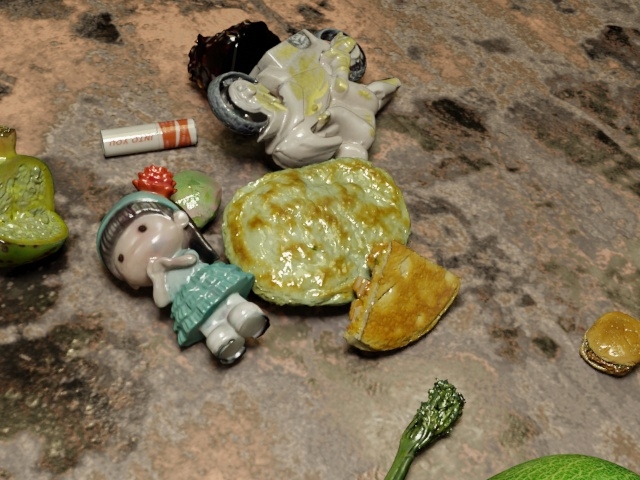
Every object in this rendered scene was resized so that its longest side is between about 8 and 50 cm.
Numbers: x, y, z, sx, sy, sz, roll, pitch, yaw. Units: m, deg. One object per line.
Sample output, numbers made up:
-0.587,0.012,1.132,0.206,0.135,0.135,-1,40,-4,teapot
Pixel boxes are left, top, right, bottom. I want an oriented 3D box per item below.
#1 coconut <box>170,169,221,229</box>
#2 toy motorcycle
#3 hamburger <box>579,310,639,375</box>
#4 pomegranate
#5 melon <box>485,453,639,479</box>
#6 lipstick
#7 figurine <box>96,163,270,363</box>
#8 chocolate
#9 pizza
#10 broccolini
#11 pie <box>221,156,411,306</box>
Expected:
-0.169,-0.050,1.241,0.083,0.081,0.082,6,59,-14,coconut
0.002,-0.188,1.352,0.223,0.108,0.341,47,42,2,toy motorcycle
0.361,0.125,1.174,0.076,0.044,0.083,31,48,19,hamburger
-0.389,-0.047,1.163,0.122,0.169,0.143,-15,14,39,pomegranate
0.291,0.287,0.961,0.169,0.129,0.265,-32,58,-35,melon
-0.239,-0.144,1.343,0.131,0.038,0.038,-10,50,-16,lipstick
-0.159,0.031,1.137,0.245,0.110,0.138,43,88,21,figurine
-0.138,-0.247,1.411,0.133,0.156,0.156,10,43,32,chocolate
0.095,0.058,1.156,0.175,0.134,0.046,-16,14,-34,pizza
0.084,0.244,1.033,0.054,0.051,0.239,-8,33,50,broccolini
0.000,0.000,1.211,0.248,0.090,0.201,-14,64,-21,pie
